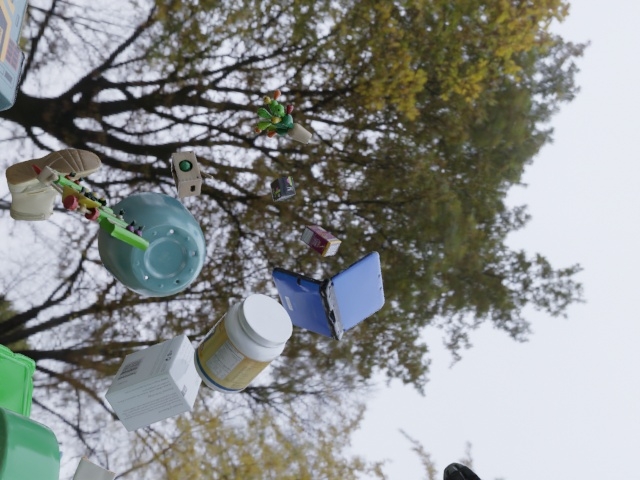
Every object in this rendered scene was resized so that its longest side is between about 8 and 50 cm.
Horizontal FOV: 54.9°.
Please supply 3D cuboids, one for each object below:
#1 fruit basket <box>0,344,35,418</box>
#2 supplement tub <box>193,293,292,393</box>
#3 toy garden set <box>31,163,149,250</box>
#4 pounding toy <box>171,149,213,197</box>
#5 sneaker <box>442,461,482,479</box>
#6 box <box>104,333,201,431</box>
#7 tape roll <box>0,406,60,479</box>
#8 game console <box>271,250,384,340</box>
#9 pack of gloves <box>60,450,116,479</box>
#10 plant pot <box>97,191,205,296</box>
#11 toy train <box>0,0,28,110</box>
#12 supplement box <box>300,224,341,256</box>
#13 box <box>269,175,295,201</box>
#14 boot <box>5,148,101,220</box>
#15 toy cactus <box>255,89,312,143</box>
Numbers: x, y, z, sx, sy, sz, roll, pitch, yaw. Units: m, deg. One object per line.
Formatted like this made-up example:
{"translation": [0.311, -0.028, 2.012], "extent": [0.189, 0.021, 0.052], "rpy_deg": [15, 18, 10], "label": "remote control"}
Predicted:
{"translation": [-0.758, 0.268, 1.088], "extent": [0.392, 0.392, 0.283], "rpy_deg": [-39, -131, 39], "label": "fruit basket"}
{"translation": [-0.166, 0.221, 1.322], "extent": [0.199, 0.144, 0.144], "rpy_deg": [-47, -123, 30], "label": "supplement tub"}
{"translation": [-0.466, -0.090, 1.223], "extent": [0.244, 0.204, 0.049], "rpy_deg": [35, -93, 29], "label": "toy garden set"}
{"translation": [-0.415, -0.214, 1.980], "extent": [0.141, 0.100, 0.130], "rpy_deg": [120, -46, -62], "label": "pounding toy"}
{"translation": [0.374, 0.649, 1.441], "extent": [0.101, 0.106, 0.267], "rpy_deg": [-31, -112, -4], "label": "sneaker"}
{"translation": [-0.405, 0.351, 1.530], "extent": [0.182, 0.181, 0.119], "rpy_deg": [-21, -70, 8], "label": "box"}
{"translation": [-0.457, 0.371, 0.766], "extent": [0.321, 0.077, 0.321], "rpy_deg": [-30, -141, 28], "label": "tape roll"}
{"translation": [0.028, 0.139, 1.756], "extent": [0.250, 0.293, 0.173], "rpy_deg": [17, -123, 22], "label": "game console"}
{"translation": [-0.567, 0.541, 1.321], "extent": [0.232, 0.195, 0.046], "rpy_deg": [-61, -176, 9], "label": "pack of gloves"}
{"translation": [-0.452, 0.026, 1.710], "extent": [0.235, 0.293, 0.293], "rpy_deg": [25, -73, 61], "label": "plant pot"}
{"translation": [-0.469, -0.331, 0.809], "extent": [0.142, 0.190, 0.334], "rpy_deg": [-5, -114, 3], "label": "toy train"}
{"translation": [0.000, 0.000, 1.542], "extent": [0.083, 0.055, 0.043], "rpy_deg": [36, -68, 25], "label": "supplement box"}
{"translation": [-0.121, -0.164, 1.964], "extent": [0.083, 0.052, 0.062], "rpy_deg": [158, -80, -67], "label": "box"}
{"translation": [-0.782, -0.158, 1.810], "extent": [0.095, 0.262, 0.203], "rpy_deg": [52, -38, 19], "label": "boot"}
{"translation": [-0.109, -0.362, 1.894], "extent": [0.112, 0.180, 0.219], "rpy_deg": [-64, -173, -23], "label": "toy cactus"}
